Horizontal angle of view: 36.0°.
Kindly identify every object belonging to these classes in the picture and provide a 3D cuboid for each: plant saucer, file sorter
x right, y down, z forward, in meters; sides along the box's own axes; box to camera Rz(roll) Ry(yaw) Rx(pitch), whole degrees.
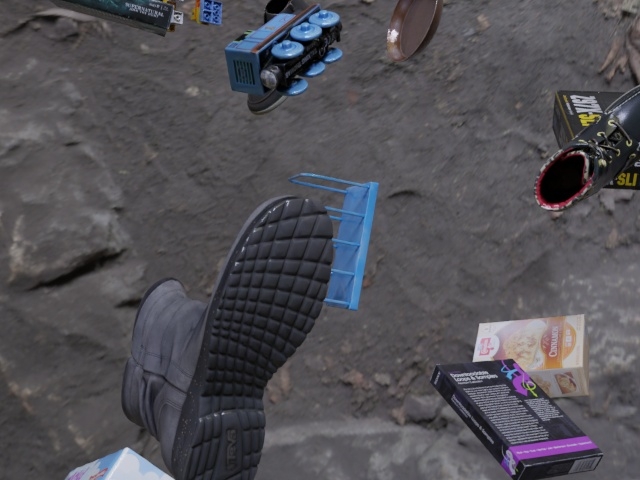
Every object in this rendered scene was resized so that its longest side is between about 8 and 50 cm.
[{"bbox_3d":[0.175,-0.399,1.784,0.029,0.168,0.168,17,117,-24],"label":"plant saucer"},{"bbox_3d":[0.000,0.000,1.331,0.104,0.118,0.170,11,86,-15],"label":"file sorter"}]

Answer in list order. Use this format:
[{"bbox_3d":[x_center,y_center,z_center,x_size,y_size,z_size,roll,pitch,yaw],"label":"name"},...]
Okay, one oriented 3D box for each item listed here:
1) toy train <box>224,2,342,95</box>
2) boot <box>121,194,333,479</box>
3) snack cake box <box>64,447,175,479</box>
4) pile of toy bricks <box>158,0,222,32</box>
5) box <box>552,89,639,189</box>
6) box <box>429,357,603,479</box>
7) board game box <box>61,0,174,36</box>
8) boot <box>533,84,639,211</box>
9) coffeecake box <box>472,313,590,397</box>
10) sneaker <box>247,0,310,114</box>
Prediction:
[{"bbox_3d":[-0.044,-0.257,1.315,0.105,0.184,0.080,15,131,25],"label":"toy train"},{"bbox_3d":[-0.122,0.082,1.031,0.222,0.118,0.338,36,106,52],"label":"boot"},{"bbox_3d":[-0.119,0.304,0.889,0.264,0.089,0.152,39,147,-15],"label":"snack cake box"},{"bbox_3d":[-0.191,-0.388,1.373,0.105,0.118,0.212,4,91,49],"label":"pile of toy bricks"},{"bbox_3d":[0.540,-0.174,1.672,0.257,0.322,0.079,2,115,7],"label":"box"},{"bbox_3d":[0.206,0.187,1.050,0.162,0.116,0.029,51,130,45],"label":"box"},{"bbox_3d":[-0.216,-0.242,1.017,0.126,0.186,0.026,13,97,-12],"label":"board game box"},{"bbox_3d":[0.383,-0.123,1.331,0.236,0.178,0.085,-44,81,16],"label":"boot"},{"bbox_3d":[0.360,0.201,1.681,0.185,0.142,0.068,-8,121,21],"label":"coffeecake box"},{"bbox_3d":[-0.087,-0.342,1.778,0.083,0.118,0.222,22,77,40],"label":"sneaker"}]
